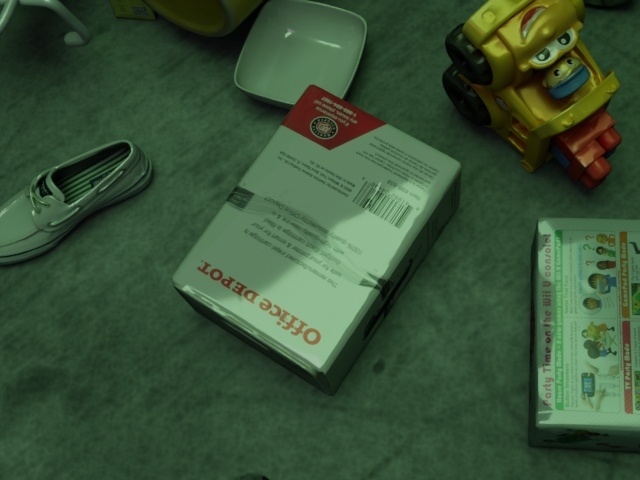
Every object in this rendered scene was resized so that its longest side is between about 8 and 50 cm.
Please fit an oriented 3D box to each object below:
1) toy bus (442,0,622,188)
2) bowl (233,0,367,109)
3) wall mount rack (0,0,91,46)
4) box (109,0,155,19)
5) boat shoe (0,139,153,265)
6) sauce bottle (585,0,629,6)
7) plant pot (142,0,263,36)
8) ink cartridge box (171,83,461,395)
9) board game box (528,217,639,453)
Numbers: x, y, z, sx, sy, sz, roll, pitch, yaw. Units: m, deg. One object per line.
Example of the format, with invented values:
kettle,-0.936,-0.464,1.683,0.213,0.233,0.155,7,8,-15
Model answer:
toy bus,0.247,-0.160,1.117,0.149,0.220,0.211,-35,74,-4
bowl,-0.019,-0.214,1.258,0.142,0.053,0.142,15,71,14
wall mount rack,-0.388,-0.351,1.279,0.304,0.130,0.350,6,70,26
box,-0.224,-0.405,1.347,0.058,0.087,0.232,5,68,8
boat shoe,-0.307,-0.055,1.219,0.226,0.076,0.083,-33,67,-6
sauce bottle,0.372,-0.453,1.269,0.111,0.111,0.344,13,72,13
plant pot,-0.113,-0.383,1.228,0.254,0.254,0.239,25,72,17
ink cartridge box,0.000,0.000,1.135,0.197,0.114,0.273,30,74,17
board game box,0.367,0.099,1.056,0.303,0.097,0.224,3,68,7
